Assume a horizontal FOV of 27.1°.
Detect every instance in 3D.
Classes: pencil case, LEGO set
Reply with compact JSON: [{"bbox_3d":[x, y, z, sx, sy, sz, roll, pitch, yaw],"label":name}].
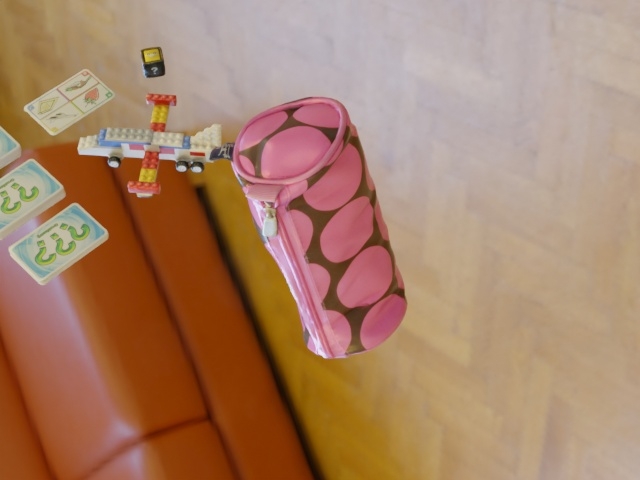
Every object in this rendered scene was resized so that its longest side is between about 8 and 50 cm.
[{"bbox_3d":[0.000,0.000,0.949,0.095,0.098,0.209,-4,138,20],"label":"pencil case"},{"bbox_3d":[-0.211,-0.092,1.206,0.182,0.244,0.060,41,153,25],"label":"LEGO set"}]
